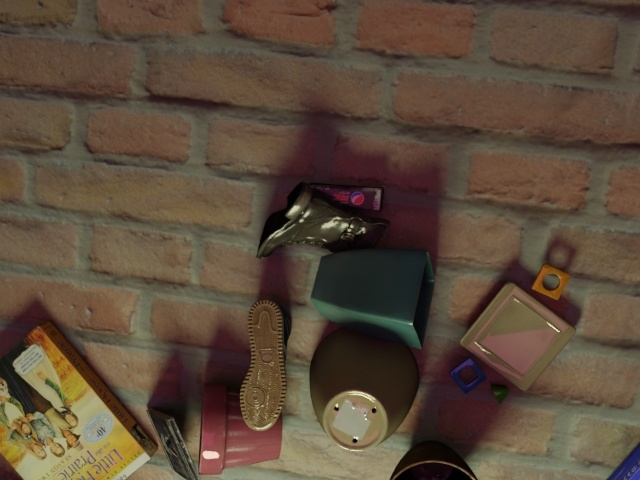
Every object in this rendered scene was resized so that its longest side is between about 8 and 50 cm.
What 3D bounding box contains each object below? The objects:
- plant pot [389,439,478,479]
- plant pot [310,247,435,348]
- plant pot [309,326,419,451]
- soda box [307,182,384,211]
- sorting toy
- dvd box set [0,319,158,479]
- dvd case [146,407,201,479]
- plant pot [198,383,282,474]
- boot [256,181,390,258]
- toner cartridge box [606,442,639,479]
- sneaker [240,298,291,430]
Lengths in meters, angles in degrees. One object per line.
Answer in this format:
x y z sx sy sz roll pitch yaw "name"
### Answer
0.245 0.534 1.503 0.215 0.230 0.216 1 97 7 "plant pot"
0.110 0.112 1.482 0.234 0.165 0.166 8 66 19 "plant pot"
0.083 0.336 1.477 0.256 0.274 0.257 1 98 7 "plant pot"
0.055 -0.097 1.533 0.168 0.060 0.053 5 97 7 "soda box"
0.436 0.208 1.533 0.196 0.047 0.348 36 100 -3 "sorting toy"
-0.646 0.451 1.689 0.307 0.062 0.420 -39 91 10 "dvd box set"
-0.339 0.472 1.591 0.018 0.221 0.165 -25 94 -27 "dvd case"
-0.183 0.430 1.573 0.180 0.201 0.201 4 98 -9 "plant pot"
0.000 0.000 1.527 0.229 0.091 0.263 28 134 -18 "boot"
0.686 0.628 1.539 0.165 0.075 0.348 37 100 0 "toner cartridge box"
-0.118 0.272 1.544 0.099 0.153 0.282 3 87 2 "sneaker"
